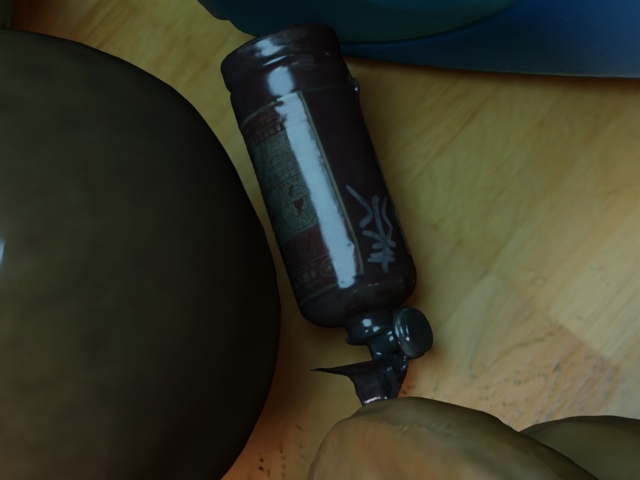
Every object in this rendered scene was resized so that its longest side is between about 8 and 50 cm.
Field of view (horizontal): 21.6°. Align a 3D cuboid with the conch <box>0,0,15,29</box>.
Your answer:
[{"bbox_3d":[-0.311,-0.205,1.111,0.303,0.215,0.319,2,76,58],"label":"conch"}]

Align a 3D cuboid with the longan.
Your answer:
[{"bbox_3d":[-0.177,0.028,0.930,0.319,0.319,0.319,-7,67,18],"label":"longan"}]

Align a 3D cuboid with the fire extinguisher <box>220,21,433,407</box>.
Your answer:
[{"bbox_3d":[-0.002,0.002,0.978,0.075,0.106,0.252,-33,70,53],"label":"fire extinguisher"}]

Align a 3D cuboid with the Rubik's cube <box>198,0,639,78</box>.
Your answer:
[{"bbox_3d":[0.075,-0.314,0.941,0.351,0.347,0.352,7,73,23],"label":"Rubik's cube"}]

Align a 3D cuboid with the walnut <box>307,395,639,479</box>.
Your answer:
[{"bbox_3d":[0.127,0.254,0.725,0.383,0.383,0.384,-7,67,18],"label":"walnut"}]
